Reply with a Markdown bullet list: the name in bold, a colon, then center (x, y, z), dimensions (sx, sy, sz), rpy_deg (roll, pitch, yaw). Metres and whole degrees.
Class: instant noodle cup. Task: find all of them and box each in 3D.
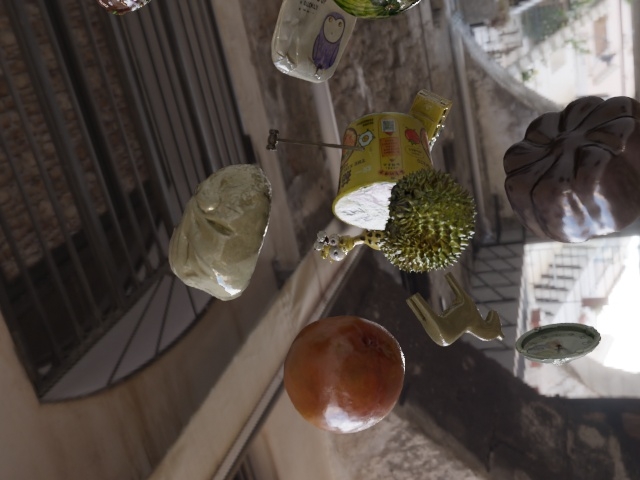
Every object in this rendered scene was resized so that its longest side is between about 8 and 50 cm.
- **instant noodle cup**: center (0.193, -0.206, 2.140), dimensions (0.326, 0.325, 0.254), rpy_deg (-7, -114, 16)

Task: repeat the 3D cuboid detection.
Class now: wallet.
- **wallet**: center (-0.016, -0.583, 2.032), dimensions (0.068, 0.275, 0.335), rpy_deg (34, -160, 31)

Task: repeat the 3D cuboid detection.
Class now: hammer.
- **hammer**: center (-0.016, -0.257, 1.960), dimensions (0.292, 0.058, 0.029), rpy_deg (10, -178, 26)

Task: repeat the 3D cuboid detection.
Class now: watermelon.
- **watermelon**: center (0.139, -0.695, 1.820), dimensions (0.285, 0.285, 0.285), rpy_deg (-11, -158, 4)

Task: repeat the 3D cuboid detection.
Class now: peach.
- **peach**: center (0.070, 0.369, 2.071), dimensions (0.301, 0.343, 0.343), rpy_deg (-45, 176, 41)

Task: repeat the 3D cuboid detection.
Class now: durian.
- **durian**: center (0.267, -0.048, 1.795), dimensions (0.225, 0.291, 0.291), rpy_deg (9, -157, -1)

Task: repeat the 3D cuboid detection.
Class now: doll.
- **doll**: center (0.004, -0.006, 2.198), dimensions (0.040, 0.085, 0.058), rpy_deg (32, -129, 14)
- **doll**: center (0.130, 0.000, 2.600), dimensions (0.291, 0.117, 0.086), rpy_deg (-15, 180, 13)

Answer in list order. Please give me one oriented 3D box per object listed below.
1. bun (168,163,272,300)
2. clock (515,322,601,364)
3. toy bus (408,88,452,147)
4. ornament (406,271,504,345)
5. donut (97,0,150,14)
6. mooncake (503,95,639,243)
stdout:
- **bun**: center (-0.260, -0.029, 1.853), dimensions (0.211, 0.359, 0.359), rpy_deg (18, -163, -14)
- **clock**: center (0.674, 0.300, 2.071), dimensions (0.236, 0.053, 0.236), rpy_deg (-13, -165, 3)
- **toy bus**: center (0.303, -0.310, 2.358), dimensions (0.121, 0.335, 0.123), rpy_deg (27, -156, 11)
- **ornament**: center (0.388, 0.210, 2.027), dimensions (0.230, 0.245, 0.061), rpy_deg (-30, 172, -33)
- **donut**: center (-0.511, -0.694, 1.871), dimensions (0.230, 0.216, 0.096), rpy_deg (6, 173, 22)
- **mooncake**: center (0.492, -0.142, 1.386), dimensions (0.306, 0.154, 0.306), rpy_deg (-34, -151, 22)
